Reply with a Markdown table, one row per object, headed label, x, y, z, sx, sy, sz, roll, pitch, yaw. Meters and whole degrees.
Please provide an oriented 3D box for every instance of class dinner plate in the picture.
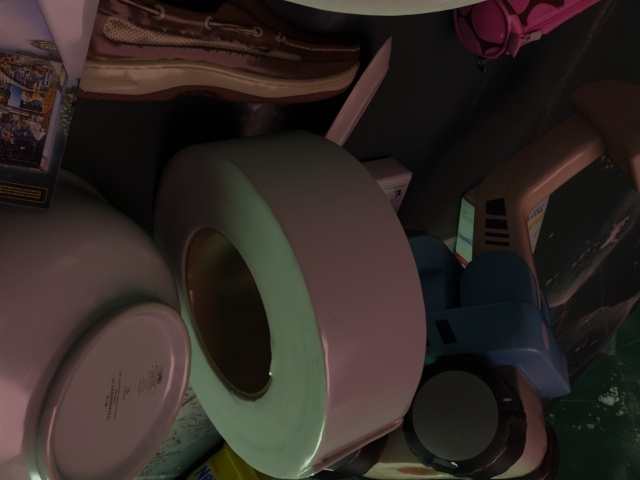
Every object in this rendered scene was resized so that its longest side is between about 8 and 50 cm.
| label | x | y | z | sx | sy | sz | roll | pitch | yaw |
| --- | --- | --- | --- | --- | --- | --- | --- | --- | --- |
| dinner plate | 0.034 | -0.129 | 0.562 | 0.141 | 0.017 | 0.141 | -59 | -178 | 3 |

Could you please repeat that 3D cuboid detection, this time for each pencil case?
| label | x | y | z | sx | sy | sz | roll | pitch | yaw |
| --- | --- | --- | --- | --- | --- | --- | --- | --- | --- |
| pencil case | 0.243 | -0.269 | 0.627 | 0.209 | 0.098 | 0.095 | -34 | 144 | -16 |

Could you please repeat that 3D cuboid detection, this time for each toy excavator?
| label | x | y | z | sx | sy | sz | roll | pitch | yaw |
| --- | --- | --- | --- | --- | --- | --- | --- | --- | --- |
| toy excavator | 0.184 | 0.049 | 0.674 | 0.433 | 0.445 | 0.222 | -13 | 148 | 28 |

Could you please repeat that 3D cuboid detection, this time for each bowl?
| label | x | y | z | sx | sy | sz | roll | pitch | yaw |
| --- | --- | --- | --- | --- | --- | --- | --- | --- | --- |
| bowl | -0.191 | 0.097 | 0.427 | 0.298 | 0.134 | 0.297 | -47 | 145 | -50 |

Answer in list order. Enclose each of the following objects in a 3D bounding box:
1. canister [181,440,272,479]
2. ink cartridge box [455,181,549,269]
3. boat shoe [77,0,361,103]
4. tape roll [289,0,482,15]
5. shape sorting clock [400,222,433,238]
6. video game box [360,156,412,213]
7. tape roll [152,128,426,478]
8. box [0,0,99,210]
| label | x | y | z | sx | sy | sz | roll | pitch | yaw |
| --- | --- | --- | --- | --- | --- | --- | --- | --- | --- |
| canister | -0.161 | 0.401 | 0.890 | 0.170 | 0.126 | 0.073 | -38 | 145 | -5 |
| ink cartridge box | 0.292 | -0.024 | 0.949 | 0.127 | 0.072 | 0.175 | -31 | 143 | -17 |
| boat shoe | -0.068 | -0.159 | 0.437 | 0.258 | 0.095 | 0.095 | -13 | 129 | -36 |
| tape roll | 0.033 | -0.297 | 0.233 | 0.392 | 0.072 | 0.391 | 0 | 124 | 0 |
| shape sorting clock | 0.072 | 0.062 | 0.769 | 0.206 | 0.040 | 0.206 | -28 | 143 | -23 |
| video game box | 0.000 | 0.000 | 0.705 | 0.205 | 0.048 | 0.187 | -15 | 134 | -35 |
| tape roll | -0.043 | 0.051 | 0.509 | 0.100 | 0.286 | 0.286 | -16 | 136 | -35 |
| box | -0.247 | -0.110 | 0.297 | 0.233 | 0.044 | 0.159 | 10 | 121 | -31 |
